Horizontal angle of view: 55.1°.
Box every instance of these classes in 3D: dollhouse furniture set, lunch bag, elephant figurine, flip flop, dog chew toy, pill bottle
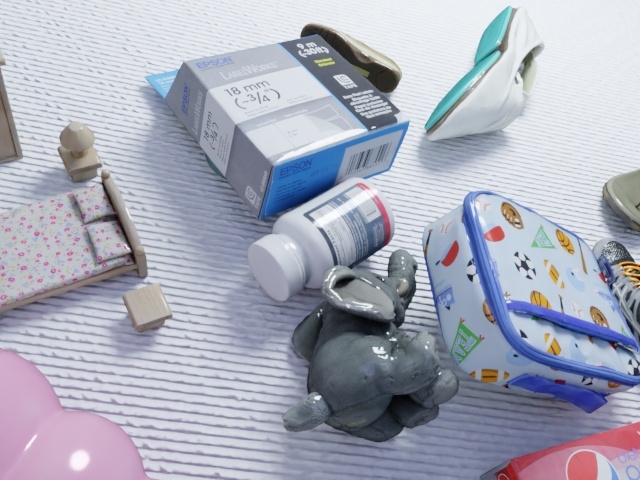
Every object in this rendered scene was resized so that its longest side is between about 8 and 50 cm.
[{"bbox_3d":[-0.373,-0.036,0.678,0.303,0.174,0.356,-20,63,-26],"label":"dollhouse furniture set"},{"bbox_3d":[0.272,0.082,0.762,0.303,0.115,0.243,18,47,-32],"label":"lunch bag"},{"bbox_3d":[0.046,0.103,0.731,0.169,0.186,0.239,-33,48,15],"label":"elephant figurine"},{"bbox_3d":[0.587,-0.094,1.039,0.277,0.080,0.112,-16,62,-25],"label":"flip flop"},{"bbox_3d":[-0.249,0.227,0.524,0.331,0.207,0.207,29,53,-5],"label":"dog chew toy"},{"bbox_3d":[0.000,0.000,0.796,0.180,0.108,0.108,-31,69,-31],"label":"pill bottle"}]

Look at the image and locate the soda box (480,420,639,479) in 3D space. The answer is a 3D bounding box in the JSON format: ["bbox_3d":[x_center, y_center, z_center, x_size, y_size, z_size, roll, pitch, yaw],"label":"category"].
[{"bbox_3d":[0.327,0.275,0.711,0.263,0.083,0.092,-8,59,-20],"label":"soda box"}]

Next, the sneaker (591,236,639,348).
[{"bbox_3d":[0.456,0.081,0.881,0.084,0.083,0.215,0,55,-13],"label":"sneaker"}]

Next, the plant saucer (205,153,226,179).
[{"bbox_3d":[-0.111,-0.135,0.912,0.119,0.021,0.119,7,55,-10],"label":"plant saucer"}]

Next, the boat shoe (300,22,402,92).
[{"bbox_3d":[0.055,-0.323,1.069,0.190,0.068,0.072,31,41,-5],"label":"boat shoe"}]

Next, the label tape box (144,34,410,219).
[{"bbox_3d":[-0.073,-0.209,0.895,0.240,0.106,0.334,-24,60,-32],"label":"label tape box"}]

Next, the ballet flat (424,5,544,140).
[{"bbox_3d":[0.312,-0.276,1.073,0.139,0.139,0.400,30,53,6],"label":"ballet flat"}]
